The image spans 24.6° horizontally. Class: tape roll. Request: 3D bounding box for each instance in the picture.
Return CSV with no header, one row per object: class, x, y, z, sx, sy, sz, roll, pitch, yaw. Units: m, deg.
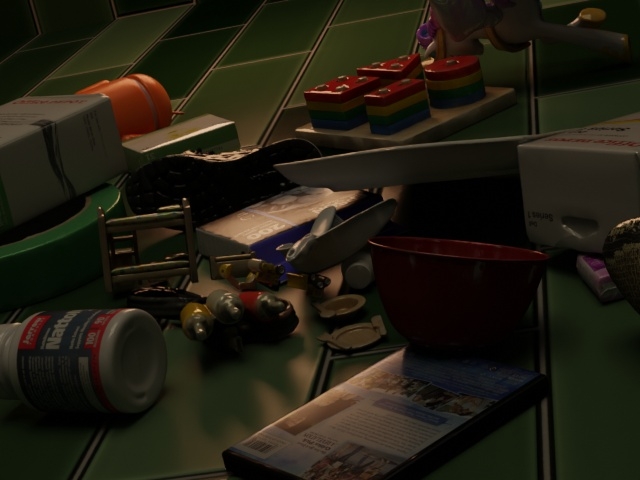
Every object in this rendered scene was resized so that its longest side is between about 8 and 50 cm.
tape roll,-0.421,0.007,2.020,0.321,0.077,0.321,-12,18,4

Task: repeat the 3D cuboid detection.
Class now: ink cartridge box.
ink cartridge box,-0.445,-0.103,2.040,0.211,0.122,0.289,4,25,41
ink cartridge box,0.385,-0.076,1.606,0.278,0.117,0.201,-17,13,-29
ink cartridge box,-0.205,-0.141,2.340,0.171,0.056,0.235,-20,19,-21
ink cartridge box,-0.025,-0.016,1.875,0.206,0.045,0.208,-22,22,-27

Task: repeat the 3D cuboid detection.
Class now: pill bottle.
pill bottle,0.047,0.027,1.703,0.043,0.043,0.083,-10,20,9
pill bottle,-0.261,0.126,1.525,0.180,0.108,0.108,-3,21,27

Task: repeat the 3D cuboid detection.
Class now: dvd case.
dvd case,0.060,0.165,1.333,0.253,0.022,0.180,-26,24,-35

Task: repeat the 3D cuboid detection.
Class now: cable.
cable,-0.126,0.067,1.661,0.139,0.072,0.287,-15,18,-24

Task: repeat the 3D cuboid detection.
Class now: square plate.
square plate,0.174,-0.100,1.850,0.344,0.049,0.347,-5,2,33

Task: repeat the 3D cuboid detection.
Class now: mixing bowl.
mixing bowl,0.132,0.054,1.447,0.181,0.098,0.181,4,5,0

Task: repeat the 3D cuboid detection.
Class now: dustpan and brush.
dustpan and brush,0.000,0.000,1.671,0.147,0.060,0.211,-23,17,21

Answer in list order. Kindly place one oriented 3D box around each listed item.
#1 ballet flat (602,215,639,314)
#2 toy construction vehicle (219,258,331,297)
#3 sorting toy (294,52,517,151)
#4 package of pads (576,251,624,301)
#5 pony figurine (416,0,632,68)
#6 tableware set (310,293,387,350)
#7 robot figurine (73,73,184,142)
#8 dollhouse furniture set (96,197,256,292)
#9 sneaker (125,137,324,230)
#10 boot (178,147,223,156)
ballet flat,0.430,0.066,1.207,0.482,0.164,0.182,3,45,36
toy construction vehicle,-0.052,0.045,1.632,0.098,0.035,0.086,17,-6,-42
sorting toy,0.127,-0.226,2.307,0.255,0.089,0.257,-26,23,-35
package of pads,0.303,0.034,1.533,0.050,0.032,0.083,-11,19,-4
pony figurine,0.295,-0.404,2.352,0.363,0.351,0.303,-5,45,18
tableware set,0.069,0.074,1.591,0.168,0.020,0.141,-17,19,-12
robot figurine,-0.347,-0.209,2.517,0.219,0.128,0.158,-26,16,-31
dollhouse furniture set,-0.178,-0.001,1.803,0.181,0.101,0.161,-6,2,-7
sneaker,-0.130,-0.078,2.080,0.283,0.107,0.124,-8,4,3
boot,-0.176,-0.105,2.199,0.099,0.045,0.121,11,21,19
